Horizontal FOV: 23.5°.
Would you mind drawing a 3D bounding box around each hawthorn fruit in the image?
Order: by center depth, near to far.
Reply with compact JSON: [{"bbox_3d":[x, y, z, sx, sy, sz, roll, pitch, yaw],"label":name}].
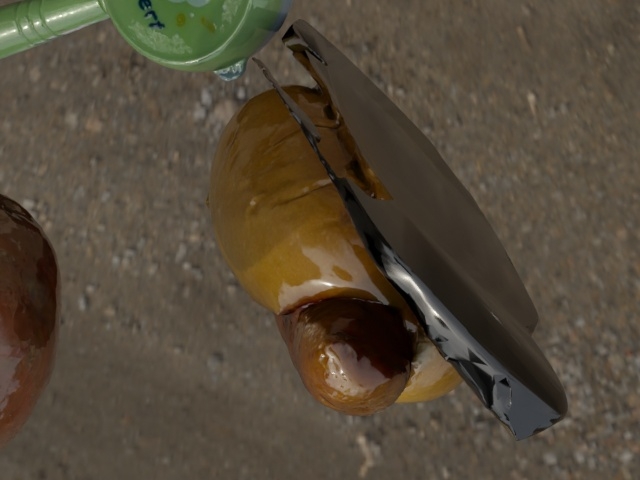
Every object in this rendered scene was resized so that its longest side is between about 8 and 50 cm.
[{"bbox_3d":[-0.179,0.054,0.656,0.149,0.149,0.189,-4,116,1],"label":"hawthorn fruit"}]

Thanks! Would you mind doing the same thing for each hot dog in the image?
[{"bbox_3d":[0.004,0.003,0.769,0.194,0.326,0.107,43,103,-11],"label":"hot dog"}]

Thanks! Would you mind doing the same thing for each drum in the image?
[{"bbox_3d":[-0.120,-0.124,0.904,0.253,0.049,0.130,-29,86,31],"label":"drum"}]
